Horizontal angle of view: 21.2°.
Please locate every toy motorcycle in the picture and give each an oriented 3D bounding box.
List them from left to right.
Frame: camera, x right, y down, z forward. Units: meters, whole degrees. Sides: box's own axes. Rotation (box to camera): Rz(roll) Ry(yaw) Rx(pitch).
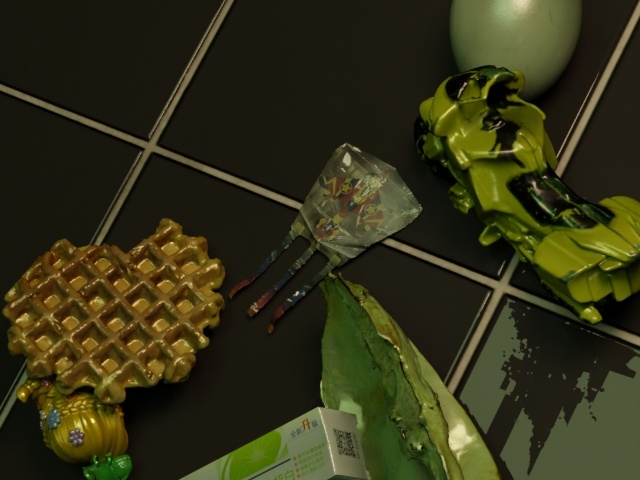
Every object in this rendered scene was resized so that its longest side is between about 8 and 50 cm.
[{"bbox_3d":[0.222,-0.066,1.850,0.142,0.206,0.342,-36,61,-16],"label":"toy motorcycle"}]

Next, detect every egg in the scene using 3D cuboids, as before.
[{"bbox_3d":[0.221,-0.248,1.943,0.149,0.149,0.192,7,91,23],"label":"egg"}]

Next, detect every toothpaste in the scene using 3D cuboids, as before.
[{"bbox_3d":[-0.097,0.283,1.833,0.336,0.067,0.081,-31,59,30],"label":"toothpaste"}]

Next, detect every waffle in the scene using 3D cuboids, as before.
[{"bbox_3d":[-0.242,0.073,1.990,0.253,0.056,0.249,12,57,8],"label":"waffle"}]

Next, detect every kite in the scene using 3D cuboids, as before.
[{"bbox_3d":[-0.001,-0.001,2.004,0.245,0.015,0.141,-46,59,-3],"label":"kite"}]

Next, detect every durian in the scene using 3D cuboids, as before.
[{"bbox_3d":[0.071,0.197,1.794,0.163,0.198,0.394,-28,60,9],"label":"durian"}]

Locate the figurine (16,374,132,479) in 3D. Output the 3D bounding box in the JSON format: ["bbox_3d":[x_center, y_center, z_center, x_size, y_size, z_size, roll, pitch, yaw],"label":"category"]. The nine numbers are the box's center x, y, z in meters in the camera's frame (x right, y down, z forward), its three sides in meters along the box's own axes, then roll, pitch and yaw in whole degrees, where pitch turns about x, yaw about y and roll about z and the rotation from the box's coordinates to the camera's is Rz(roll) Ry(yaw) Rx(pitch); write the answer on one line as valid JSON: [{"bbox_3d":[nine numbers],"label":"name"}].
[{"bbox_3d":[-0.285,0.214,1.967,0.095,0.115,0.156,-42,62,36],"label":"figurine"}]
